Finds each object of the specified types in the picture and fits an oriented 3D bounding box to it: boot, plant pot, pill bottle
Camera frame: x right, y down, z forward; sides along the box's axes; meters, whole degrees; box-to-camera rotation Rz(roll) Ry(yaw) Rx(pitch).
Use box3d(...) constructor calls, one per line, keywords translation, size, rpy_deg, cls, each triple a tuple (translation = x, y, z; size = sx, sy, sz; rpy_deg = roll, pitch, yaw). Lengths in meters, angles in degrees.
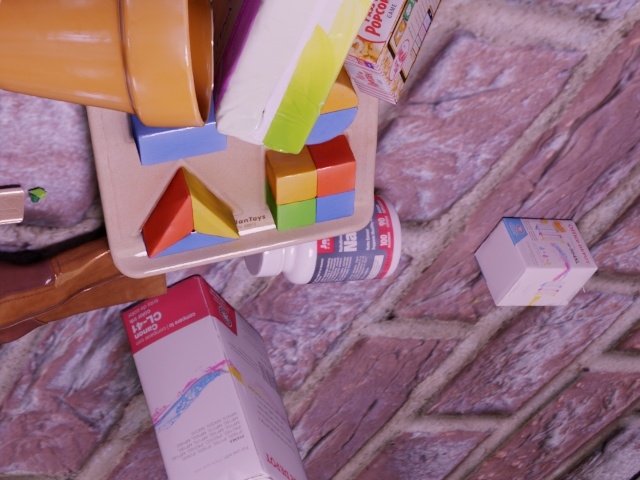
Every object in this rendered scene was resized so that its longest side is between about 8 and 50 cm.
box3d(translation=(-0.317, 0.034, 1.643), size=(0.280, 0.096, 0.264), rpy_deg=(-15, 146, -9), cls="boot")
box3d(translation=(-0.203, -0.203, 1.278), size=(0.188, 0.205, 0.205), rpy_deg=(-2, 146, 1), cls="plant pot")
box3d(translation=(0.000, 0.000, 1.738), size=(0.180, 0.108, 0.108), rpy_deg=(-4, 144, -22), cls="pill bottle")

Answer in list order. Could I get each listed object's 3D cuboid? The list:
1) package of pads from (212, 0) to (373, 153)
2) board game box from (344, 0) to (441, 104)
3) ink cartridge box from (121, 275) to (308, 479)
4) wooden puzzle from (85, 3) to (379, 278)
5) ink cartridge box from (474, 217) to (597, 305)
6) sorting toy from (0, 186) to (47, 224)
box3d(translation=(-0.017, -0.260, 1.241), size=(0.101, 0.229, 0.296), rpy_deg=(12, 136, -17), cls="package of pads")
box3d(translation=(0.083, -0.242, 1.337), size=(0.193, 0.045, 0.147), rpy_deg=(-66, 166, -5), cls="board game box")
box3d(translation=(-0.129, 0.233, 1.833), size=(0.131, 0.306, 0.226), rpy_deg=(-24, 146, 8), cls="ink cartridge box")
box3d(translation=(-0.084, -0.100, 1.527), size=(0.322, 0.080, 0.348), rpy_deg=(-12, 137, -10), cls="wooden puzzle")
box3d(translation=(0.308, 0.030, 1.953), size=(0.143, 0.092, 0.090), rpy_deg=(0, 142, -29), cls="ink cartridge box")
box3d(translation=(-0.353, -0.041, 1.588), size=(0.083, 0.012, 0.062), rpy_deg=(-7, 148, -18), cls="sorting toy")
